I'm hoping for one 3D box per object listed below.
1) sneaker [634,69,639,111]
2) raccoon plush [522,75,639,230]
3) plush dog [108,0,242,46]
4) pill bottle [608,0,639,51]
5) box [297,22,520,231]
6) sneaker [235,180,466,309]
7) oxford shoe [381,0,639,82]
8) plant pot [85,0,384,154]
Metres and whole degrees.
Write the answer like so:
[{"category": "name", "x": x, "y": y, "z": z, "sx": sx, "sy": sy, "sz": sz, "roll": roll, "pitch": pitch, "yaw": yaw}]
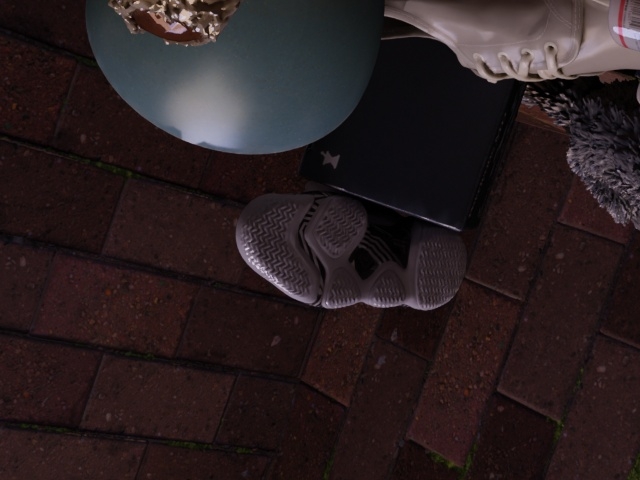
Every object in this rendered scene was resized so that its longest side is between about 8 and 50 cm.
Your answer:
[{"category": "sneaker", "x": 0.452, "y": -0.170, "z": 1.482, "sx": 0.153, "sy": 0.094, "sz": 0.235, "roll": 26, "pitch": -171, "yaw": 30}, {"category": "raccoon plush", "x": 0.399, "y": -0.140, "z": 1.743, "sx": 0.446, "sy": 0.216, "sz": 0.299, "roll": 21, "pitch": -175, "yaw": 17}, {"category": "plush dog", "x": -0.101, "y": -0.292, "z": 0.845, "sx": 0.225, "sy": 0.211, "sz": 0.262, "roll": 33, "pitch": 153, "yaw": -12}, {"category": "pill bottle", "x": 0.321, "y": -0.180, "z": 1.014, "sx": 0.160, "sy": 0.087, "sz": 0.087, "roll": 23, "pitch": -175, "yaw": 32}, {"category": "box", "x": 0.143, "y": -0.182, "z": 1.620, "sx": 0.211, "sy": 0.294, "sz": 0.395, "roll": 20, "pitch": -175, "yaw": 9}, {"category": "sneaker", "x": 0.000, "y": 0.000, "z": 1.594, "sx": 0.365, "sy": 0.137, "sz": 0.210, "roll": 11, "pitch": -174, "yaw": -43}, {"category": "oxford shoe", "x": 0.224, "y": -0.217, "z": 1.290, "sx": 0.449, "sy": 0.130, "sz": 0.169, "roll": 20, "pitch": -178, "yaw": 29}, {"category": "plant pot", "x": -0.061, "y": -0.253, "z": 1.165, "sx": 0.290, "sy": 0.290, "sz": 0.195, "roll": 19, "pitch": 149, "yaw": -7}]
